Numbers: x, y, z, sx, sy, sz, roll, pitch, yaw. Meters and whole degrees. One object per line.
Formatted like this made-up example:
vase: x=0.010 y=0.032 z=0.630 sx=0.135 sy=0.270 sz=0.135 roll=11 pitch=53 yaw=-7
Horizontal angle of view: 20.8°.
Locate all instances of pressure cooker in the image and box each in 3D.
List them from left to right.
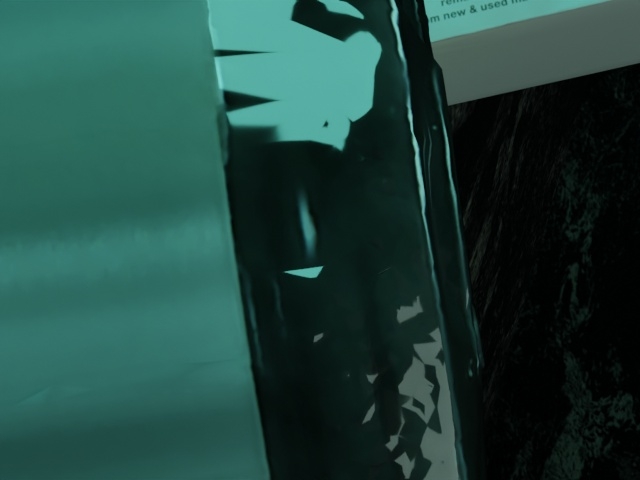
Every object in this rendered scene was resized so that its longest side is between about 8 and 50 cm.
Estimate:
pressure cooker: x=-0.161 y=0.029 z=0.542 sx=0.375 sy=0.421 sz=0.369 roll=-65 pitch=145 yaw=-81

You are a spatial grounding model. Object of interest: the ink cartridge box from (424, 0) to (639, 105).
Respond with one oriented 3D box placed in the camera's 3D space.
ink cartridge box: x=0.082 y=-0.224 z=0.918 sx=0.198 sy=0.197 sz=0.270 roll=13 pitch=66 yaw=-75
